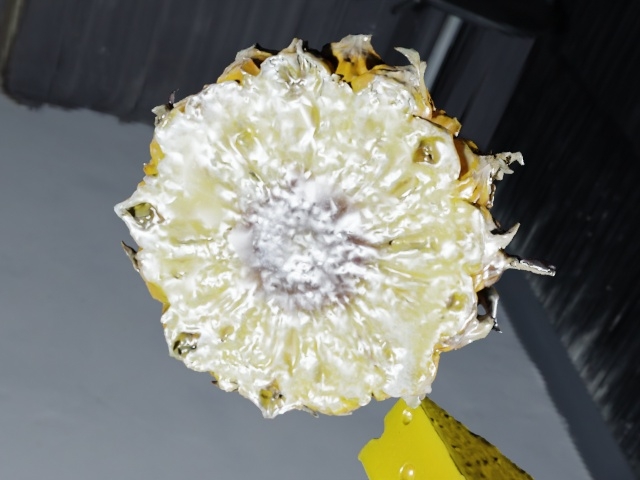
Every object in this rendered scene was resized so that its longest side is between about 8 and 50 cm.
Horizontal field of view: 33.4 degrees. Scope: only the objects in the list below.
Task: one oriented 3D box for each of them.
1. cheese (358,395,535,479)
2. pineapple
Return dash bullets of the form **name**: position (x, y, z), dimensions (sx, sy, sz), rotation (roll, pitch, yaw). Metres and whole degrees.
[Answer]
- **cheese**: position (0.101, 0.208, 0.895), dimensions (0.126, 0.093, 0.171), rotation (7, 32, -47)
- **pineapple**: position (0.000, 0.000, 0.521), dimensions (0.221, 0.221, 0.047), rotation (27, 25, 8)
